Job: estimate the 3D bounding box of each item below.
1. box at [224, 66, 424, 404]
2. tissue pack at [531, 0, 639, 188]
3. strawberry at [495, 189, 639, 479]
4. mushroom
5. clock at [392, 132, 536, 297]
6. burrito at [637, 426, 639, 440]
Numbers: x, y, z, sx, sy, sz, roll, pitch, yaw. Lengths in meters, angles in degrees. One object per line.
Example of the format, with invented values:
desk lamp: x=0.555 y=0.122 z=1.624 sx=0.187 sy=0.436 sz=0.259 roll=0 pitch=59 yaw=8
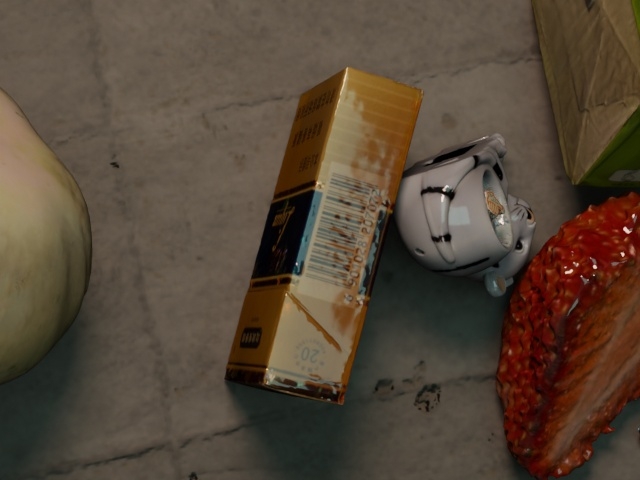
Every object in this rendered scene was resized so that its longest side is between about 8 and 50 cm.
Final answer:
box: x=0.001 y=0.000 z=1.294 sx=0.070 sy=0.152 sz=0.237 roll=18 pitch=84 yaw=-12
tissue pack: x=0.327 y=-0.154 z=1.338 sx=0.274 sy=0.167 sz=0.200 roll=2 pitch=61 yaw=-17
strawberry: x=0.209 y=0.056 z=1.371 sx=0.236 sy=0.107 sz=0.175 roll=-38 pitch=132 yaw=-11
mushroom: x=-0.292 y=0.004 z=1.207 sx=0.254 sy=0.260 sz=0.234 roll=28 pitch=118 yaw=-18
clock: x=0.115 y=-0.010 z=1.318 sx=0.080 sy=0.176 sz=0.117 roll=-18 pitch=95 yaw=20
burrito: x=0.342 y=0.137 z=1.422 sx=0.171 sy=0.042 sz=0.051 roll=-24 pitch=96 yaw=-16
